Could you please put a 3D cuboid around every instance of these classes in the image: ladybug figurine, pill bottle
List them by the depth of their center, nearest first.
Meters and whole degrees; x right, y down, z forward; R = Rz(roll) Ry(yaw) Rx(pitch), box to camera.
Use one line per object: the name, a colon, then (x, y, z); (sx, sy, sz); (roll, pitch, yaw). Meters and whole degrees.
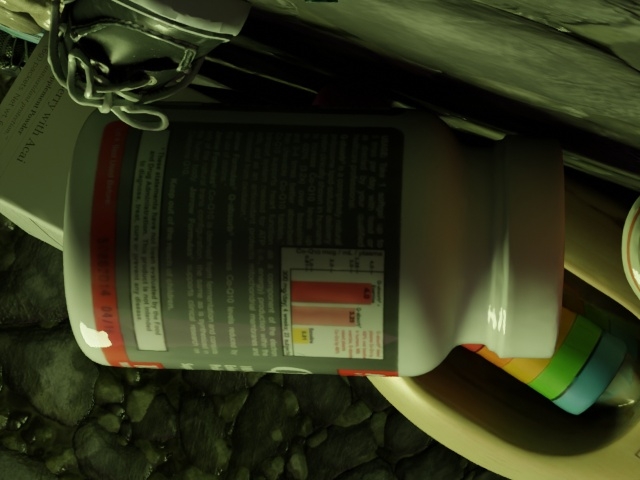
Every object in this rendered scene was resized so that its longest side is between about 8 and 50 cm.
pill bottle: (0.000, 0.000, 1.127); (0.363, 0.210, 0.210); (2, 179, 5)
ladybug figurine: (0.216, 0.076, 1.411); (0.449, 0.305, 0.162); (35, -153, -4)

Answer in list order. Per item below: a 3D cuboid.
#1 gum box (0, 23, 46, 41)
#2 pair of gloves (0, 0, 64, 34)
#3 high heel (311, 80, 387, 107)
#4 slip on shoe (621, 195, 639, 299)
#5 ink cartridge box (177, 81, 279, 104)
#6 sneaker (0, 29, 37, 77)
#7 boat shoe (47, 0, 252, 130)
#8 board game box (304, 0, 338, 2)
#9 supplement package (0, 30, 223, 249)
gum box: (-0.273, -0.222, 1.504); (0.184, 0.041, 0.157); (20, 180, 18)
pair of gloves: (-0.316, -0.237, 1.261); (0.204, 0.042, 0.240); (24, 177, -26)
high heel: (0.004, -0.116, 1.323); (0.117, 0.082, 0.244); (50, 180, -24)
slip on shoe: (0.292, 0.018, 1.016); (0.101, 0.123, 0.331); (25, -172, 40)
ink cartridge box: (-0.078, -0.077, 1.623); (0.395, 0.151, 0.270); (18, -171, 26)
sneaker: (-0.327, -0.221, 1.717); (0.130, 0.087, 0.227); (18, -178, 39)
boat shoe: (-0.136, -0.137, 1.002); (0.113, 0.105, 0.306); (20, 180, -25)
board game box: (-0.084, -0.159, 0.686); (0.186, 0.026, 0.126); (20, 180, -28)
supplement package: (-0.151, -0.046, 1.367); (0.293, 0.177, 0.175); (26, 169, 19)
